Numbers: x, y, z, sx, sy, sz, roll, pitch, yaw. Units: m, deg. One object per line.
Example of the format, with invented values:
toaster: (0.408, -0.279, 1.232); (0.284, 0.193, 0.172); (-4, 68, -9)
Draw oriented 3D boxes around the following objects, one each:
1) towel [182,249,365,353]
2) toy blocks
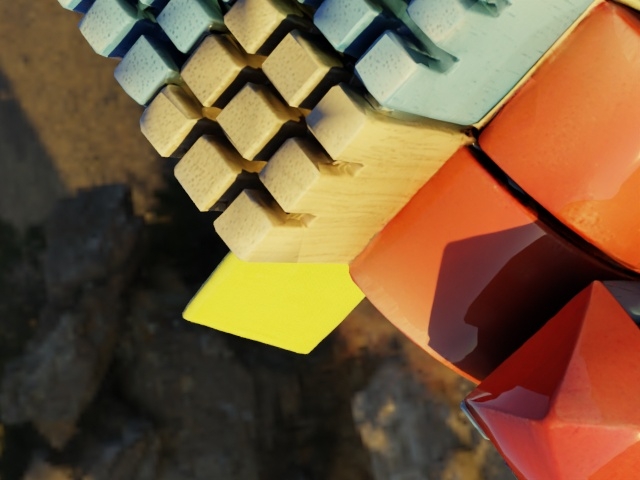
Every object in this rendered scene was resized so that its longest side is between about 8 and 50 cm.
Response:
towel: (0.000, 0.000, 1.068); (0.237, 0.102, 0.021); (-50, 28, 46)
toy blocks: (0.041, -0.058, 0.472); (0.191, 0.261, 0.381); (-46, 67, 21)
